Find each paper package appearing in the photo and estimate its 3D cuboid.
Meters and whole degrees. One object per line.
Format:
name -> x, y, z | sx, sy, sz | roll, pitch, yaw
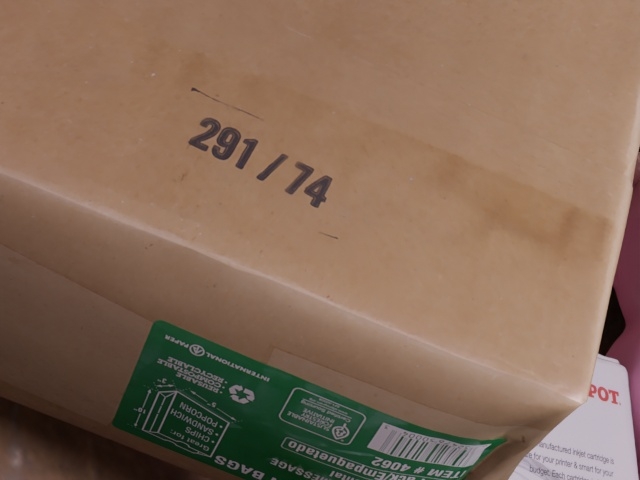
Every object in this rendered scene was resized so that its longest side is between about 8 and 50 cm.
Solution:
paper package -> -0.029, -0.055, 0.768 | 0.324, 0.168, 0.309 | 22, 53, -3

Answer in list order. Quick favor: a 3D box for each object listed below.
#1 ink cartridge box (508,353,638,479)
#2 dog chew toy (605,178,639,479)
ink cartridge box -> 0.116, 0.167, 0.970 | 0.153, 0.087, 0.208 | 19, 60, -39
dog chew toy -> 0.272, 0.095, 1.074 | 0.206, 0.206, 0.332 | 23, 81, -38
